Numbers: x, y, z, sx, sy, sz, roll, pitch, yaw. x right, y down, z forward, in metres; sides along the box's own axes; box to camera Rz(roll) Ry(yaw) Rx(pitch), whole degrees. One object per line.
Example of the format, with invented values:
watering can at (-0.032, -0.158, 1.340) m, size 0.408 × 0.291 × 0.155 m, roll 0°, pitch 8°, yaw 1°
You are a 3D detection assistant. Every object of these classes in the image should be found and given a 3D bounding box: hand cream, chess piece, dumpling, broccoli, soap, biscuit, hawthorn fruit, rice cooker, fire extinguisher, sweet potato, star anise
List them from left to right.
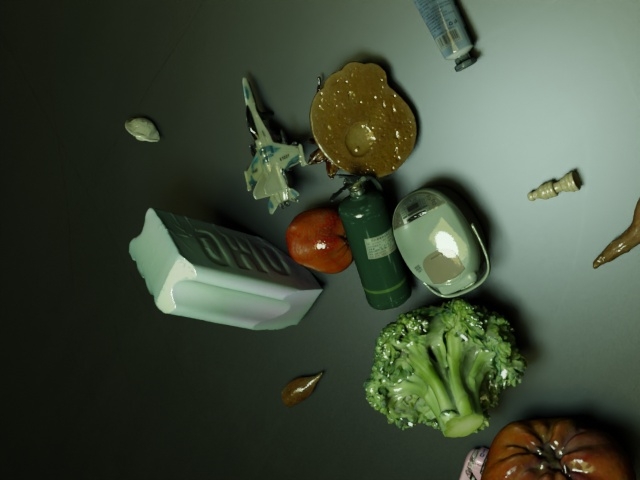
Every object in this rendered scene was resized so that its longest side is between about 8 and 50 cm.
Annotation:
dumpling at (-0.369, -0.226, 1.947) m, size 0.043 × 0.059 × 0.077 m, roll -37°, pitch 86°, yaw 40°
soap at (-0.174, 0.067, 1.829) m, size 0.115 × 0.347 × 0.208 m, roll -57°, pitch 42°, yaw 20°
sweet potato at (-0.037, 0.305, 1.977) m, size 0.117 × 0.049 × 0.049 m, roll -39°, pitch 88°, yaw 26°
hawthorn fruit at (0.000, 0.000, 1.812) m, size 0.138 × 0.133 × 0.133 m, roll 0°, pitch 107°, yaw 26°
star anise at (0.016, -0.210, 1.777) m, size 0.097 × 0.070 × 0.191 m, roll -6°, pitch 104°, yaw -2°
biscuit at (0.075, -0.213, 1.724) m, size 0.181 × 0.049 × 0.208 m, roll -40°, pitch 99°, yaw 1°
fire extinguisher at (0.091, -0.015, 1.741) m, size 0.093 × 0.118 × 0.294 m, roll 25°, pitch 142°, yaw 50°
hand cream at (0.196, -0.413, 1.632) m, size 0.088 × 0.055 × 0.256 m, roll -26°, pitch 93°, yaw 37°
rice cooker at (0.220, -0.003, 1.716) m, size 0.145 × 0.127 × 0.206 m, roll -29°, pitch 97°, yaw 30°
broccoli at (0.233, 0.240, 1.741) m, size 0.260 × 0.235 × 0.288 m, roll 51°, pitch 127°, yaw 30°
chess piece at (0.404, -0.089, 1.656) m, size 0.092 × 0.035 × 0.035 m, roll -21°, pitch 97°, yaw 32°
hawthorn fruit at (0.427, 0.471, 1.715) m, size 0.277 × 0.277 × 0.298 m, roll -1°, pitch 125°, yaw 25°
sweet potato at (0.536, -0.028, 1.608) m, size 0.050 × 0.050 × 0.214 m, roll 34°, pitch 123°, yaw 11°

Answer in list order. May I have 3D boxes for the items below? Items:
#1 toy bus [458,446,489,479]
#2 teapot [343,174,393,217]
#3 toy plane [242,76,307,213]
toy bus at (0.309, 0.505, 1.877) m, size 0.090 × 0.063 × 0.203 m, roll 22°, pitch 115°, yaw 17°
teapot at (0.091, -0.080, 1.796) m, size 0.043 × 0.043 × 0.111 m, roll -38°, pitch 91°, yaw 29°
toy plane at (-0.099, -0.187, 1.820) m, size 0.192 × 0.088 × 0.262 m, roll -18°, pitch 79°, yaw 49°
